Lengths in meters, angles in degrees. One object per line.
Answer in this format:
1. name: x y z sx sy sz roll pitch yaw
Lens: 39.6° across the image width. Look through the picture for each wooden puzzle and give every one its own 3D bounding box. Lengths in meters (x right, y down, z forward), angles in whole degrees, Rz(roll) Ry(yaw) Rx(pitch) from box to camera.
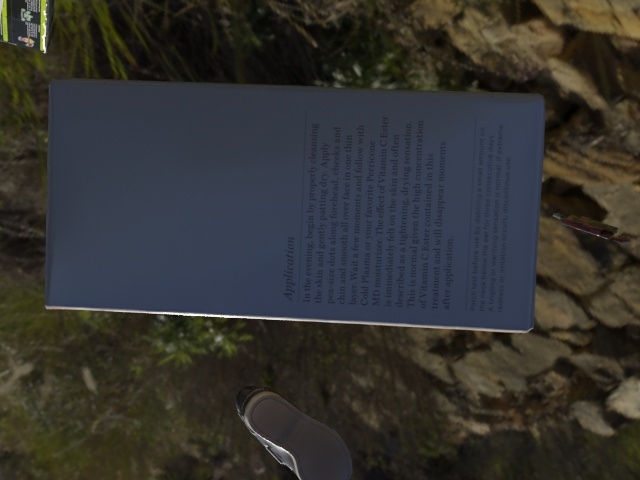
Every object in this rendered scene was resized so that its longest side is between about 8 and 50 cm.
1. wooden puzzle: 0.282 -0.015 0.927 0.049 0.083 0.006 -18 125 -62

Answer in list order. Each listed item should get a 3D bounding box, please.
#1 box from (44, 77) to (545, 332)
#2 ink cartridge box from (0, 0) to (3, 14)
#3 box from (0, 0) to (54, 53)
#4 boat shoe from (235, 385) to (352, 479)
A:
1. box: -0.016 -0.030 0.715 0.345 0.168 0.215 3 -177 4
2. ink cartridge box: -0.383 -0.328 0.751 0.201 0.278 0.117 -4 168 -24
3. box: -0.435 -0.333 1.135 0.184 0.045 0.191 11 152 -12
4. boat shoe: -0.033 0.250 1.135 0.075 0.206 0.065 -50 -148 -12
